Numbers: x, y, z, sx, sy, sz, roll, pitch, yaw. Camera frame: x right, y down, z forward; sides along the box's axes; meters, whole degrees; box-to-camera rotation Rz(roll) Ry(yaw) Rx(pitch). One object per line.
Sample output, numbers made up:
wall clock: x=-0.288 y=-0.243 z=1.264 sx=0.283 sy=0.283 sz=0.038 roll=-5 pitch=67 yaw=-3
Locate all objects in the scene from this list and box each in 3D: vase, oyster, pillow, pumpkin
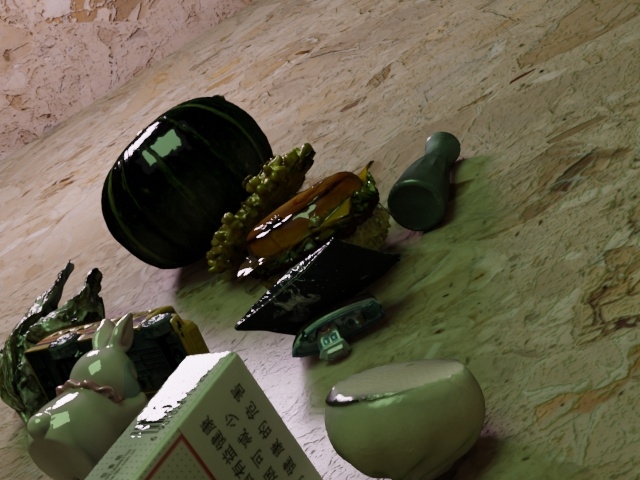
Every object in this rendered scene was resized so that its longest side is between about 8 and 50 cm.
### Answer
vase: x=0.167 y=-0.099 z=1.992 sx=0.086 sy=0.086 sz=0.214 roll=-21 pitch=20 yaw=27
oyster: x=-0.452 y=0.174 z=2.175 sx=0.158 sy=0.162 sz=0.351 roll=2 pitch=39 yaw=6
pillow: x=-0.006 y=0.068 z=1.764 sx=0.208 sy=0.141 sz=0.055 roll=-41 pitch=58 yaw=31
pumpkin: x=-0.230 y=-0.104 z=2.280 sx=0.323 sy=0.241 sz=0.323 roll=-43 pitch=9 yaw=9

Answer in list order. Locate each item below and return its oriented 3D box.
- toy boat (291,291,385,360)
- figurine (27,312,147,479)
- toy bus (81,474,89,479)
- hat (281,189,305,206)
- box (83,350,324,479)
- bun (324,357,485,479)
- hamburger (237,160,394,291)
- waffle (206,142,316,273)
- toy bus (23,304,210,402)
toy boat: x=0.024 y=0.124 z=1.747 sx=0.140 sy=0.059 sz=0.066 roll=-26 pitch=49 yaw=8
figurine: x=-0.296 y=0.224 z=1.806 sx=0.127 sy=0.155 sz=0.235 roll=-30 pitch=22 yaw=44
toy bus: x=-0.292 y=0.410 z=1.492 sx=0.139 sy=0.113 sz=0.301 roll=-23 pitch=24 yaw=30
hat: x=-0.001 y=-0.034 z=2.088 sx=0.166 sy=0.081 sz=0.122 roll=-2 pitch=38 yaw=34
box: x=-0.151 y=0.303 z=1.385 sx=0.095 sy=0.210 sz=0.330 roll=-11 pitch=30 yaw=42
bun: x=0.093 y=0.201 z=1.400 sx=0.173 sy=0.120 sz=0.173 roll=-12 pitch=3 yaw=1
hamburger: x=0.000 y=0.000 z=1.893 sx=0.243 sy=0.138 sz=0.261 roll=-30 pitch=9 yaw=27
waffle: x=-0.101 y=-0.048 z=2.127 sx=0.228 sy=0.051 sz=0.231 roll=-46 pitch=-12 yaw=-42
toy bus: x=-0.298 y=0.176 z=1.977 sx=0.335 sy=0.121 sz=0.123 roll=-14 pitch=15 yaw=37
